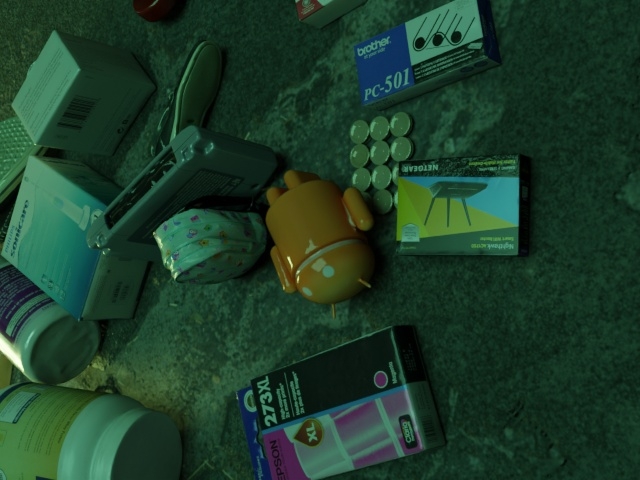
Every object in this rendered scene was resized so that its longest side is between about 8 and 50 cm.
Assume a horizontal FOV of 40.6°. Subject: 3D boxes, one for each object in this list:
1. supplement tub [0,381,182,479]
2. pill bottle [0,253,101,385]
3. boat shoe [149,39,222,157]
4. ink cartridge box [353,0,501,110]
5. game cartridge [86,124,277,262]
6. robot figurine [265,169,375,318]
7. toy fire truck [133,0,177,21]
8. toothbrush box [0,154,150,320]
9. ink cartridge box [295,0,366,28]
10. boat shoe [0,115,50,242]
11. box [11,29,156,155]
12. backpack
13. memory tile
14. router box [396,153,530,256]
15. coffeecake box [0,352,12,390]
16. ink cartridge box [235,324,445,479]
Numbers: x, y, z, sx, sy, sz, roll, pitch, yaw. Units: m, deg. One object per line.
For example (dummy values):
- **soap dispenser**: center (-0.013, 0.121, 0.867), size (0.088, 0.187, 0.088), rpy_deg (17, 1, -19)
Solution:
- **supplement tub**: center (-0.422, 0.372, 1.496), size (0.316, 0.228, 0.229), rpy_deg (2, 88, 27)
- **pill bottle**: center (-0.577, 0.142, 1.693), size (0.301, 0.169, 0.169), rpy_deg (30, 105, 36)
- **boat shoe**: center (-0.239, -0.241, 1.508), size (0.079, 0.084, 0.233), rpy_deg (31, 109, 35)
- **ink cartridge box**: center (0.146, -0.263, 1.226), size (0.207, 0.046, 0.097), rpy_deg (-17, 75, 37)
- **game cartridge**: center (-0.217, -0.066, 1.402), size (0.297, 0.198, 0.062), rpy_deg (-39, 64, 29)
- **robot figurine**: center (0.001, -0.001, 1.269), size (0.158, 0.128, 0.219), rpy_deg (-24, 67, -6)
- **toy fire truck**: center (-0.289, -0.561, 1.539), size (0.302, 0.169, 0.254), rpy_deg (-21, 55, 35)
- **toothbrush box**: center (-0.455, -0.008, 1.634), size (0.295, 0.126, 0.216), rpy_deg (28, 105, 36)
- **ink cartridge box**: center (0.005, -0.416, 1.344), size (0.099, 0.056, 0.135), rpy_deg (-23, 73, 36)
- **boat shoe**: center (-0.721, -0.059, 1.841), size (0.500, 0.156, 0.187), rpy_deg (-49, 54, 11)
- **box**: center (-0.439, -0.268, 1.607), size (0.181, 0.181, 0.119), rpy_deg (-50, 61, 25)
- **backpack**: center (-0.170, 0.005, 1.370), size (0.152, 0.182, 0.115), rpy_deg (-43, 62, 27)
- **memory tile**: center (0.091, -0.111, 1.280), size (0.113, 0.012, 0.148), rpy_deg (-7, 83, 38)
- **router box**: center (0.191, -0.045, 1.167), size (0.178, 0.046, 0.133), rpy_deg (-1, 86, 34)
- **coffeecake box**: center (-0.750, 0.261, 1.885), size (0.185, 0.068, 0.143), rpy_deg (13, 95, 39)
- **ink cartridge box**: center (0.002, 0.263, 1.293), size (0.370, 0.069, 0.176), rpy_deg (-27, 71, 37)
